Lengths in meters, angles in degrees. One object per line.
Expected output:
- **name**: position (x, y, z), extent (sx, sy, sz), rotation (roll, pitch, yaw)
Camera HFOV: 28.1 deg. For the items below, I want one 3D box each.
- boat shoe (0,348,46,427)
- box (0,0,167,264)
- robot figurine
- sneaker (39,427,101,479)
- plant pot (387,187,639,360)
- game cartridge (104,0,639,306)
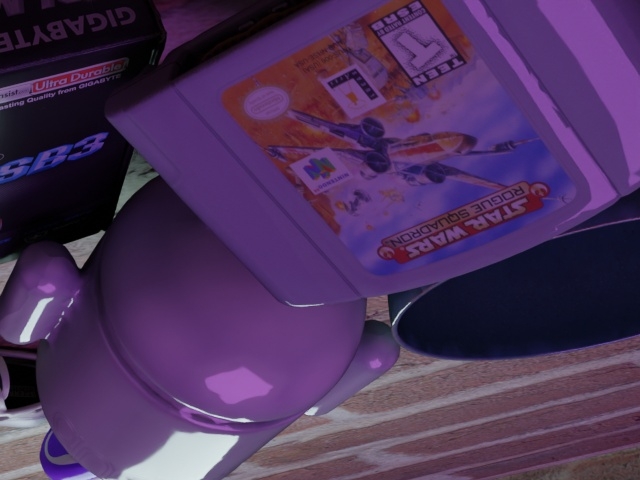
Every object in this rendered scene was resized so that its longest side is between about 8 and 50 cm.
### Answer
- **boat shoe**: position (-0.364, 0.155, 1.351), extent (0.088, 0.096, 0.267), rotation (-31, 154, 30)
- **box**: position (-0.263, -0.048, 0.811), extent (0.295, 0.073, 0.293), rotation (-18, 164, -24)
- **robot figurine**: position (-0.093, 0.069, 0.975), extent (0.299, 0.200, 0.353), rotation (12, 148, -22)
- **sneaker**: position (-0.201, 0.154, 1.385), extent (0.293, 0.102, 0.146), rotation (-32, 147, 6)
- **plant pot**: position (0.177, -0.051, 0.916), extent (0.290, 0.195, 0.290), rotation (-8, 160, -3)
- **game cartridge**: position (0.048, -0.066, 0.712), extent (0.297, 0.062, 0.198), rotation (-23, 119, 31)
